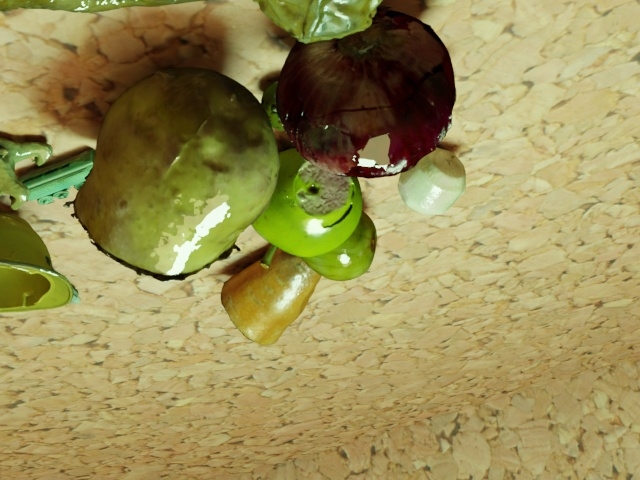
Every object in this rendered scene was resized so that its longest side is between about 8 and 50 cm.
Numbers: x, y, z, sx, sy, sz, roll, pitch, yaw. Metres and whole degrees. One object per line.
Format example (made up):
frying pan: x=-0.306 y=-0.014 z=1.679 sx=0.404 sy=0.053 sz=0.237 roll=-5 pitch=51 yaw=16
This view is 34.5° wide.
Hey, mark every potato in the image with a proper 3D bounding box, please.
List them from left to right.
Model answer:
potato: x=-0.190 y=-0.128 z=1.403 sx=0.288 sy=0.301 sz=0.237 roll=19 pitch=125 yaw=6

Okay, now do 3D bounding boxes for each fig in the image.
fig: x=0.012 y=0.002 z=1.873 sx=0.186 sy=0.148 sz=0.142 roll=14 pitch=-175 yaw=34

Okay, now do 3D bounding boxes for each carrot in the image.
carrot: x=-0.075 y=0.078 z=1.992 sx=0.159 sy=0.159 sz=0.225 roll=14 pitch=131 yaw=-43

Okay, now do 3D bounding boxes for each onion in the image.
onion: x=0.066 y=-0.185 z=1.373 sx=0.252 sy=0.252 sz=0.219 roll=-15 pitch=144 yaw=7

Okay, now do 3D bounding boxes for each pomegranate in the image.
pomegranate: x=-0.048 y=-0.193 z=1.500 sx=0.073 sy=0.073 sz=0.084 roll=-27 pitch=150 yaw=28

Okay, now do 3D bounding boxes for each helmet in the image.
helmet: x=-0.527 y=0.021 z=1.654 sx=0.257 sy=0.140 sz=0.205 roll=0 pitch=154 yaw=-10

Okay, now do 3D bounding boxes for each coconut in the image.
coconut: x=0.188 y=-0.095 z=1.765 sx=0.110 sy=0.110 sz=0.124 roll=6 pitch=143 yaw=-32

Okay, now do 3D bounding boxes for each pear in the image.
pear: x=-0.030 y=-0.058 z=1.675 sx=0.187 sy=0.187 sz=0.219 roll=0 pitch=171 yaw=-23

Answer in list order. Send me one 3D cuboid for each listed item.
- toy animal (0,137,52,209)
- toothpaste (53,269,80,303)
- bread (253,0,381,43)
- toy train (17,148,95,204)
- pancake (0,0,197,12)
toy animal: x=-0.504 y=-0.087 z=1.521 sx=0.218 sy=0.103 sz=0.101 roll=-27 pitch=131 yaw=33
toothpaste: x=-0.497 y=0.077 z=1.910 sx=0.049 sy=0.031 sz=0.204 roll=-17 pitch=152 yaw=8
bread: x=0.019 y=-0.340 z=1.163 sx=0.152 sy=0.130 sz=0.268 roll=5 pitch=151 yaw=-13
toy train: x=-0.397 y=-0.095 z=1.591 sx=0.148 sy=0.038 sz=0.071 roll=-19 pitch=154 yaw=12
pancake: x=-0.227 y=-0.290 z=1.063 sx=0.382 sy=0.071 sz=0.382 roll=-3 pitch=-178 yaw=0
